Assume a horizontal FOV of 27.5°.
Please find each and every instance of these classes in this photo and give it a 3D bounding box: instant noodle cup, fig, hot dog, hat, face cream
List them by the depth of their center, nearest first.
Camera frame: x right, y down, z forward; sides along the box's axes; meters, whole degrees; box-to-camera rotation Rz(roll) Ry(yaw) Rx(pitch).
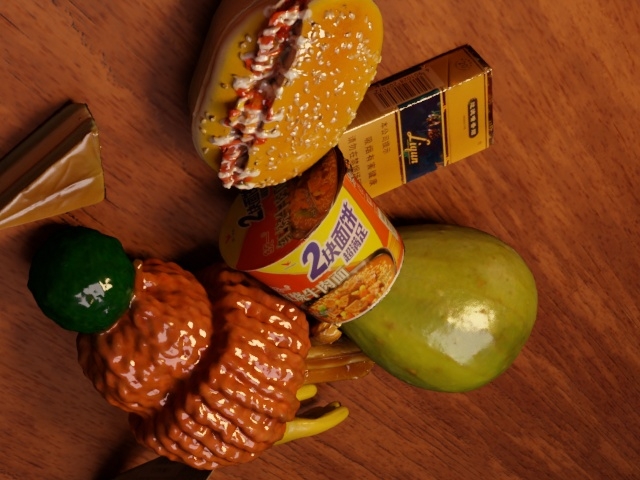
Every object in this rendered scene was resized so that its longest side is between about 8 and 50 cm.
[{"bbox_3d":[0.000,0.000,1.730,0.213,0.213,0.174,-41,123,10],"label":"instant noodle cup"},{"bbox_3d":[-0.218,0.150,1.735,0.400,0.285,0.285,21,118,-41],"label":"hat"},{"bbox_3d":[-0.005,0.117,1.864,0.045,0.071,0.165,14,169,-14],"label":"hot dog"},{"bbox_3d":[0.154,0.089,1.955,0.326,0.258,0.258,18,122,-21],"label":"fig"},{"bbox_3d":[-0.239,0.368,1.978,0.341,0.084,0.137,-32,-164,47],"label":"face cream"},{"bbox_3d":[-0.006,0.186,2.066,0.269,0.072,0.115,-2,139,-39],"label":"hot dog"}]

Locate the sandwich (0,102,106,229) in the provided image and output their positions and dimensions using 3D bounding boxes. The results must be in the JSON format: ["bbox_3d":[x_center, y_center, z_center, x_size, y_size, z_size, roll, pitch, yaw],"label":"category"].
[{"bbox_3d":[-0.342,-0.088,1.535,0.163,0.079,0.113,-16,137,-19],"label":"sandwich"}]

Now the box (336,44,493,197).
[{"bbox_3d":[0.121,-0.156,1.799,0.237,0.070,0.152,-22,141,-11],"label":"box"}]

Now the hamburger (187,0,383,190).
[{"bbox_3d":[-0.041,-0.190,1.585,0.227,0.151,0.295,-7,134,-33],"label":"hamburger"}]

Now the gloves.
[{"bbox_3d":[-0.089,0.288,2.104,0.294,0.133,0.116,-3,91,-39],"label":"gloves"}]
